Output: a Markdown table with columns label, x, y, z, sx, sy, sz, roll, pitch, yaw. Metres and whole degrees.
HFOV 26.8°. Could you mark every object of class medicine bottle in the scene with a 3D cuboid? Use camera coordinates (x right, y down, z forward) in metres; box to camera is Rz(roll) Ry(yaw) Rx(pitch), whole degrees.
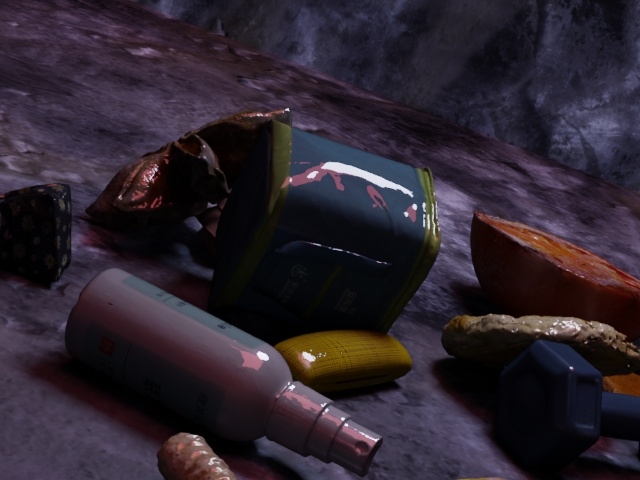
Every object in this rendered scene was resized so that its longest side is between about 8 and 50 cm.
| label | x | y | z | sx | sy | sz | roll | pitch | yaw |
| --- | --- | --- | --- | --- | --- | --- | --- | --- | --- |
| medicine bottle | -0.098 | 0.148 | 1.409 | 0.351 | 0.110 | 0.110 | 25 | 17 | 17 |

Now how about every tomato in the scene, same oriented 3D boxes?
| label | x | y | z | sx | sy | sz | roll | pitch | yaw |
| --- | --- | --- | --- | --- | --- | --- | --- | --- | --- |
| tomato | 0.381 | 0.085 | 2.140 | 0.338 | 0.144 | 0.338 | 22 | 12 | -5 |

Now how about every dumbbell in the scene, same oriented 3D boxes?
| label | x | y | z | sx | sy | sz | roll | pitch | yaw |
| --- | --- | --- | --- | --- | --- | --- | --- | --- | --- |
| dumbbell | 0.380 | 0.221 | 1.691 | 0.316 | 0.156 | 0.144 | 12 | 48 | -28 |

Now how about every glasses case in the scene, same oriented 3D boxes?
| label | x | y | z | sx | sy | sz | roll | pitch | yaw |
| --- | --- | --- | --- | --- | --- | --- | --- | --- | --- |
| glasses case | 0.026 | 0.147 | 1.652 | 0.079 | 0.064 | 0.234 | 39 | 23 | 31 |

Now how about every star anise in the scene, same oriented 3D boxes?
| label | x | y | z | sx | sy | sz | roll | pitch | yaw |
| --- | --- | --- | --- | --- | --- | --- | --- | --- | --- |
| star anise | -0.180 | -0.096 | 1.923 | 0.331 | 0.118 | 0.332 | -21 | 8 | 3 |

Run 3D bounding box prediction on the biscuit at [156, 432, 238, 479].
| label | x | y | z | sx | sy | sz | roll | pitch | yaw |
| --- | --- | --- | --- | --- | --- | --- | --- | --- | --- |
| biscuit | -0.079 | 0.247 | 1.208 | 0.061 | 0.055 | 0.219 | 14 | 17 | -41 |

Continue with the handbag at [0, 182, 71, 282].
| label | x | y | z | sx | sy | sz | roll | pitch | yaw |
| --- | --- | --- | --- | --- | --- | --- | --- | --- | --- |
| handbag | -0.376 | -0.010 | 1.636 | 0.139 | 0.115 | 0.072 | 2 | 18 | -3 |

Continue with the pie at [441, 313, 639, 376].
| label | x | y | z | sx | sy | sz | roll | pitch | yaw |
| --- | --- | --- | --- | --- | --- | --- | --- | --- | --- |
| pie | 0.296 | 0.144 | 1.806 | 0.274 | 0.055 | 0.274 | 8 | -14 | 2 |

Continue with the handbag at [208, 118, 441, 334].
| label | x | y | z | sx | sy | sz | roll | pitch | yaw |
| --- | --- | --- | --- | --- | --- | --- | --- | --- | --- |
| handbag | 0.000 | 0.000 | 1.755 | 0.241 | 0.263 | 0.222 | 16 | 39 | -15 |

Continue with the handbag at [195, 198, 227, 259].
| label | x | y | z | sx | sy | sz | roll | pitch | yaw |
| --- | --- | --- | --- | --- | --- | --- | --- | --- | --- |
| handbag | -0.069 | -0.035 | 1.972 | 0.212 | 0.059 | 0.157 | -18 | 26 | -13 |

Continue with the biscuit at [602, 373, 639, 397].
| label | x | y | z | sx | sy | sz | roll | pitch | yaw |
| --- | --- | --- | --- | --- | --- | --- | --- | --- | --- |
| biscuit | 0.490 | 0.239 | 1.951 | 0.183 | 0.043 | 0.280 | 35 | 17 | 32 |

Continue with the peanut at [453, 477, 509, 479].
| label | x | y | z | sx | sy | sz | roll | pitch | yaw |
| --- | --- | --- | --- | --- | --- | --- | --- | --- | --- |
| peanut | 0.208 | 0.291 | 1.358 | 0.206 | 0.087 | 0.087 | 16 | 16 | -18 |
